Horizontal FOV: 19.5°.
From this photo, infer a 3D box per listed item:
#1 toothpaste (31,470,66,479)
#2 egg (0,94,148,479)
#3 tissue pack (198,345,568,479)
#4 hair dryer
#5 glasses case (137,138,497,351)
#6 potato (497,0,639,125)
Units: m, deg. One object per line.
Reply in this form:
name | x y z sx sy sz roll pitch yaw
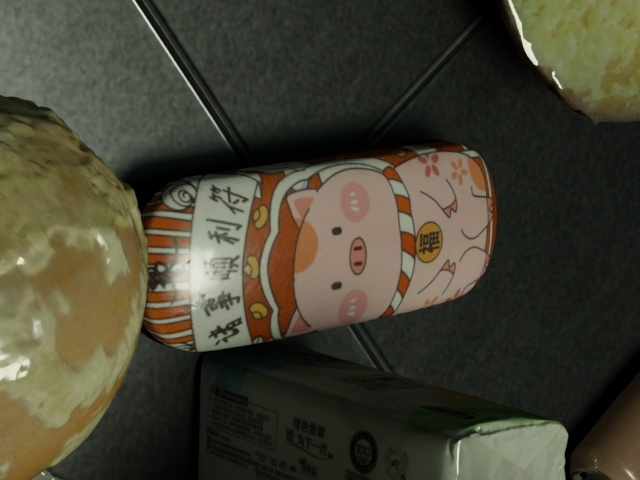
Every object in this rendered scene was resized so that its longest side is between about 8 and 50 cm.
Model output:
toothpaste | -0.202 0.235 1.007 0.078 0.047 0.248 39 71 -38
egg | -0.193 0.036 0.879 0.245 0.203 0.203 -35 118 -30
tissue pack | 0.048 0.154 1.073 0.145 0.229 0.159 -5 101 -39
hair dryer | 0.254 0.181 1.359 0.117 0.064 0.181 -46 128 -22
glasses case | 0.000 0.000 1.112 0.267 0.067 0.103 -12 103 -38
potato | 0.212 -0.224 1.218 0.299 0.116 0.239 -50 119 -8
